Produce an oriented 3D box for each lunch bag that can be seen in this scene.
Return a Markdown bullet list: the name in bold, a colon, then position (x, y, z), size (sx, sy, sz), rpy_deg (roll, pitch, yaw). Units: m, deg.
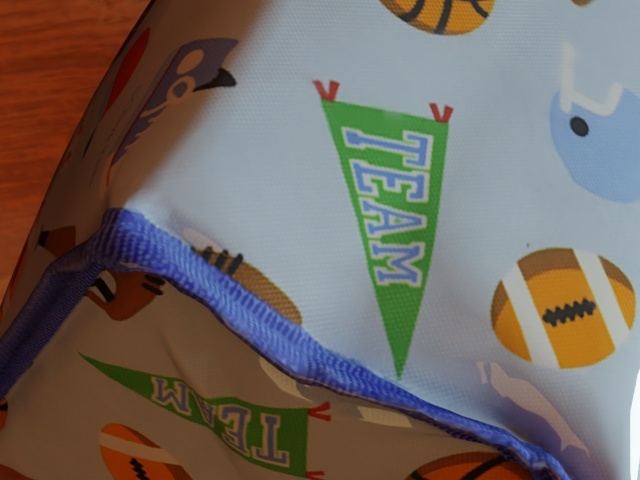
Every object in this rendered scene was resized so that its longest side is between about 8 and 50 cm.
- **lunch bag**: position (0.000, 0.000, 0.607), size (0.239, 0.328, 0.385), rpy_deg (34, 146, -12)
